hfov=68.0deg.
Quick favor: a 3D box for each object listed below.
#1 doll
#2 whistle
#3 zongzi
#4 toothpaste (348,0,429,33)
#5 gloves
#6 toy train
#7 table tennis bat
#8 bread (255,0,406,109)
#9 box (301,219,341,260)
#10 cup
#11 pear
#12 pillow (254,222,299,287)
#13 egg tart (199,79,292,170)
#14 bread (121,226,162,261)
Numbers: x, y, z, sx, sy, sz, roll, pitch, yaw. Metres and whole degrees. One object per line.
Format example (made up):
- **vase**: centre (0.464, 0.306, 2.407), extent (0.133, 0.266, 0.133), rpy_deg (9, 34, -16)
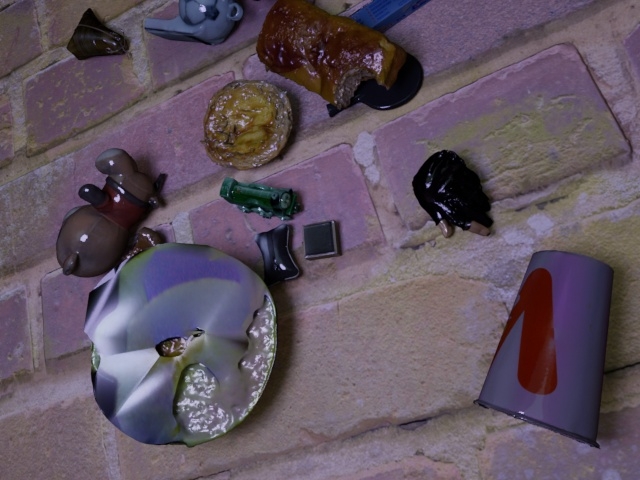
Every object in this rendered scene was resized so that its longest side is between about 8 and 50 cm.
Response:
- **doll**: centre (-0.526, -0.058, 1.186), extent (0.174, 0.235, 0.330), rpy_deg (32, 87, -13)
- **whistle**: centre (-0.322, -0.607, 1.249), extent (0.289, 0.163, 0.163), rpy_deg (16, 84, 25)
- **zongzi**: centre (-0.639, -0.627, 1.410), extent (0.187, 0.084, 0.184), rpy_deg (3, 69, 13)
- **toothpaste**: centre (0.178, -0.554, 1.114), extent (0.272, 0.053, 0.066), rpy_deg (-32, 74, 10)
- **gloves**: centre (0.271, -0.081, 0.945), extent (0.129, 0.106, 0.181), rpy_deg (-42, 64, 4)
- **toy train**: centre (-0.135, -0.097, 1.094), extent (0.178, 0.104, 0.071), rpy_deg (12, 78, 21)
- **table tennis bat**: centre (0.121, -0.355, 1.103), extent (0.236, 0.027, 0.150), rpy_deg (-25, 70, 11)
- **bread**: centre (0.007, -0.422, 1.083), extent (0.380, 0.109, 0.185), rpy_deg (37, 107, 29)
- **box**: centre (0.000, 0.000, 1.060), extent (0.083, 0.035, 0.079), rpy_deg (-10, 75, 17)
- **cup**: centre (0.396, 0.174, 0.813), extent (0.203, 0.203, 0.288), rpy_deg (16, 77, 22)
- **pear**: centre (-0.280, 0.212, 1.004), extent (0.399, 0.165, 0.399), rpy_deg (1, 81, -7)
- **pillow**: centre (-0.101, 0.034, 1.080), extent (0.091, 0.055, 0.136), rpy_deg (-34, 62, 44)
- **egg tart**: centre (-0.170, -0.278, 1.155), extent (0.252, 0.098, 0.232), rpy_deg (-23, 78, 17)
- **bread**: centre (-0.436, 0.027, 1.190), extent (0.082, 0.060, 0.113), rpy_deg (38, 98, -4)
